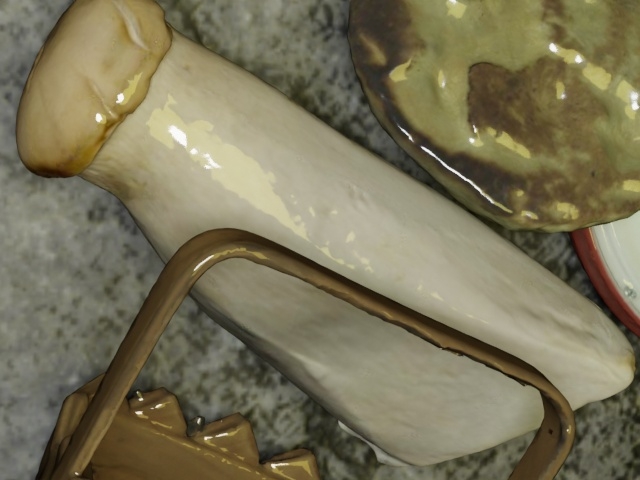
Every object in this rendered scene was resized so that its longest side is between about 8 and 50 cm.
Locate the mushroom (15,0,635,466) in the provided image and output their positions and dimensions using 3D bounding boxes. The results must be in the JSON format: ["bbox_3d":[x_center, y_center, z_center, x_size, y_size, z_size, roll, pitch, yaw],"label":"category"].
[{"bbox_3d":[-0.003,0.005,0.945,0.407,0.154,0.137,35,44,-20],"label":"mushroom"}]

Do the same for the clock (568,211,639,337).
[{"bbox_3d":[0.311,-0.064,1.122,0.319,0.080,0.318,-4,99,-27],"label":"clock"}]

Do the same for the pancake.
[{"bbox_3d":[0.155,-0.136,1.010,0.295,0.049,0.294,4,76,-17],"label":"pancake"}]

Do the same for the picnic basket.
[{"bbox_3d":[-0.032,0.174,0.845,0.254,0.291,0.321,27,100,-22],"label":"picnic basket"}]
